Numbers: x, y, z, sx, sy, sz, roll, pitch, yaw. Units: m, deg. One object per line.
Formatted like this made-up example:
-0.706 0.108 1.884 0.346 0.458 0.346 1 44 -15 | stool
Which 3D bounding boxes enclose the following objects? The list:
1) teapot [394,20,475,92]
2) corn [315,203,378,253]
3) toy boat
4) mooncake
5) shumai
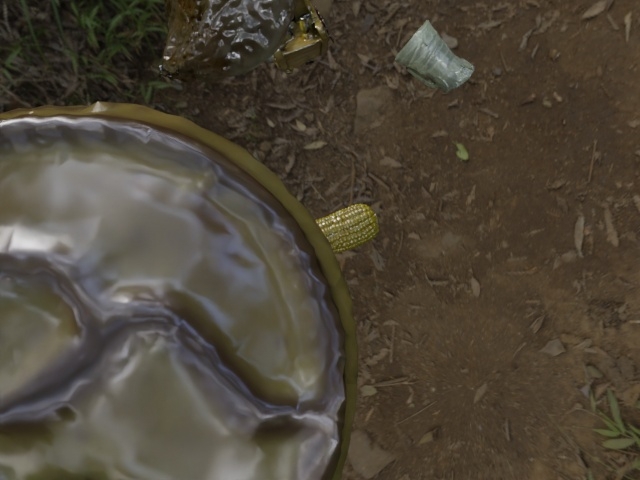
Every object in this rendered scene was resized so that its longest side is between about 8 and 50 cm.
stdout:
0.135 -0.209 0.637 0.083 0.067 0.057 35 63 -6 | teapot
0.000 0.000 1.005 0.231 0.080 0.080 -23 70 -6 | corn
-0.101 -0.500 1.090 0.135 0.162 0.446 -22 50 3 | toy boat
-0.170 0.094 0.440 0.394 0.246 0.393 -26 90 -5 | mooncake
-0.065 -0.281 0.605 0.184 0.185 0.218 14 104 44 | shumai
